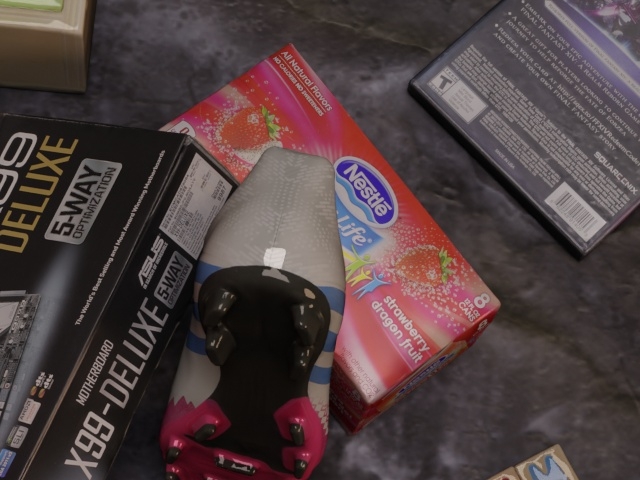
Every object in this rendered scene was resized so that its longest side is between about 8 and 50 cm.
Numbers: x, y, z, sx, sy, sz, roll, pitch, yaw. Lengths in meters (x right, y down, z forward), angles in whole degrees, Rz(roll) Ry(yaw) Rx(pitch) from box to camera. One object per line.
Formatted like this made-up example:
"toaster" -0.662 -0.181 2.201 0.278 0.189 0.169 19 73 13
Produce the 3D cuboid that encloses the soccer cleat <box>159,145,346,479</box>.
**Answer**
"soccer cleat" -0.035 0.067 1.286 0.116 0.331 0.143 15 56 -2

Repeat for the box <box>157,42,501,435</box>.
"box" 0.000 0.000 1.401 0.128 0.122 0.257 -35 79 -15

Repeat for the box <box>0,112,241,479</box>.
"box" -0.218 0.062 1.317 0.242 0.076 0.307 10 67 41

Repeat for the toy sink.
"toy sink" -0.287 -0.215 1.434 0.234 0.131 0.153 6 72 -3

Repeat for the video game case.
"video game case" 0.234 -0.142 1.520 0.274 0.026 0.196 -42 81 -16

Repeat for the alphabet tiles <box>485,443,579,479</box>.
"alphabet tiles" 0.123 0.288 1.386 0.237 0.009 0.198 -26 78 -13
